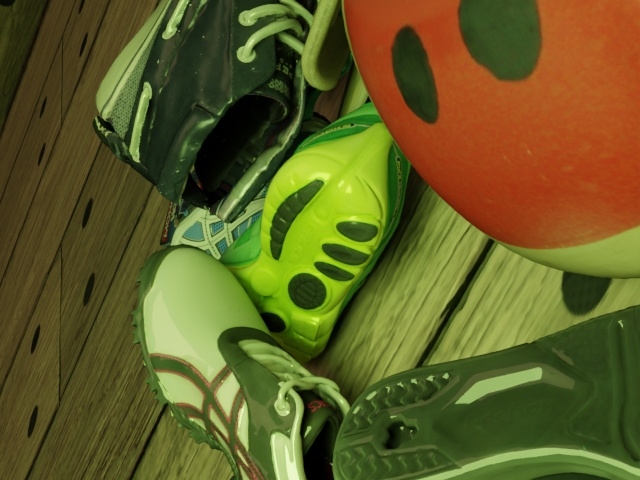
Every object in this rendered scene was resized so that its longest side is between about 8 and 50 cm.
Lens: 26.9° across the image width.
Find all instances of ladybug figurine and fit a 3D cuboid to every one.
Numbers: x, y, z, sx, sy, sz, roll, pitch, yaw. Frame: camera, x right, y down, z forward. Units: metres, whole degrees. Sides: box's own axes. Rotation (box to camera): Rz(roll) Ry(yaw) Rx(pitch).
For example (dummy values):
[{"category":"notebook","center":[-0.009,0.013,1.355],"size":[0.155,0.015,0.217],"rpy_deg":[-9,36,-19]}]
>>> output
[{"category":"ladybug figurine","center":[0.137,-0.142,0.599],"size":[0.449,0.161,0.305],"rpy_deg":[-14,61,67]}]

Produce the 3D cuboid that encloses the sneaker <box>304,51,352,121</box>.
[{"category":"sneaker","center":[0.006,-0.162,1.059],"size":[0.076,0.065,0.166],"rpy_deg":[39,100,45]}]

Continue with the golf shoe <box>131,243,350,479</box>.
[{"category":"golf shoe","center":[-0.033,0.106,0.883],"size":[0.120,0.105,0.273],"rpy_deg":[-44,61,38]}]

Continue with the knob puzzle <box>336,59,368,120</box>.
[{"category":"knob puzzle","center":[0.051,-0.160,1.004],"size":[0.213,0.030,0.213],"rpy_deg":[-163,90,-85]}]

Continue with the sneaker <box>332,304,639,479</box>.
[{"category":"sneaker","center":[0.130,0.097,0.566],"size":[0.227,0.130,0.087],"rpy_deg":[-18,48,33]}]

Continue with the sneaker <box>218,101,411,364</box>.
[{"category":"sneaker","center":[0.000,0.000,0.971],"size":[0.123,0.109,0.295],"rpy_deg":[-50,1,-31]}]

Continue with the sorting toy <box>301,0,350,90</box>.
[{"category":"sorting toy","center":[0.059,-0.258,0.870],"size":[0.307,0.041,0.229],"rpy_deg":[-69,-3,-53]}]

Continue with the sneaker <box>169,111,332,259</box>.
[{"category":"sneaker","center":[-0.058,-0.010,1.101],"size":[0.211,0.080,0.081],"rpy_deg":[-54,32,25]}]

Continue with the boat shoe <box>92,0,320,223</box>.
[{"category":"boat shoe","center":[-0.032,-0.170,0.967],"size":[0.341,0.127,0.158],"rpy_deg":[-59,40,16]}]

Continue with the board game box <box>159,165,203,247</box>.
[{"category":"board game box","center":[-0.097,-0.084,1.309],"size":[0.194,0.060,0.194],"rpy_deg":[167,118,-68]}]
